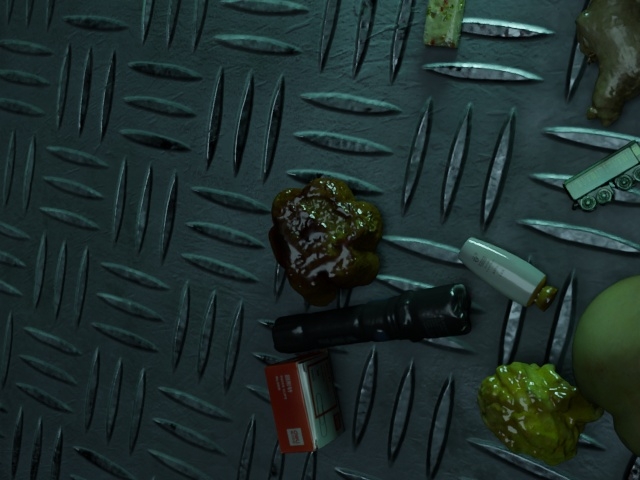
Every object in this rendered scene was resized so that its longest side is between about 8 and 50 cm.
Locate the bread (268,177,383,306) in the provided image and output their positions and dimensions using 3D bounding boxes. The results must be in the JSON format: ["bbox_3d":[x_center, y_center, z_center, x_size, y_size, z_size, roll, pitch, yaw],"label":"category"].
[{"bbox_3d":[0.008,-0.011,1.362,0.232,0.135,0.247,-27,75,15],"label":"bread"}]

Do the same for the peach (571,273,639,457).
[{"bbox_3d":[0.524,0.177,1.006,0.292,0.247,0.292,-30,49,41],"label":"peach"}]

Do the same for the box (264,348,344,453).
[{"bbox_3d":[-0.028,0.322,1.398,0.099,0.133,0.182,-13,85,28],"label":"box"}]

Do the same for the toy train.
[{"bbox_3d":[0.481,-0.102,1.152,0.148,0.038,0.071,-34,74,26],"label":"toy train"}]

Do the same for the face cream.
[{"bbox_3d":[0.334,0.060,1.232,0.182,0.051,0.072,33,106,24],"label":"face cream"}]

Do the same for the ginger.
[{"bbox_3d":[0.490,-0.300,1.117,0.137,0.074,0.214,-9,84,38],"label":"ginger"}]

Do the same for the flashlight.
[{"bbox_3d":[0.086,0.162,1.348,0.423,0.103,0.103,-13,86,29],"label":"flashlight"}]

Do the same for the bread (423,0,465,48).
[{"bbox_3d":[0.232,-0.434,1.278,0.068,0.028,0.154,11,96,30],"label":"bread"}]

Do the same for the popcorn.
[{"bbox_3d":[0.361,0.281,1.162,0.197,0.197,0.156,30,90,24],"label":"popcorn"}]
